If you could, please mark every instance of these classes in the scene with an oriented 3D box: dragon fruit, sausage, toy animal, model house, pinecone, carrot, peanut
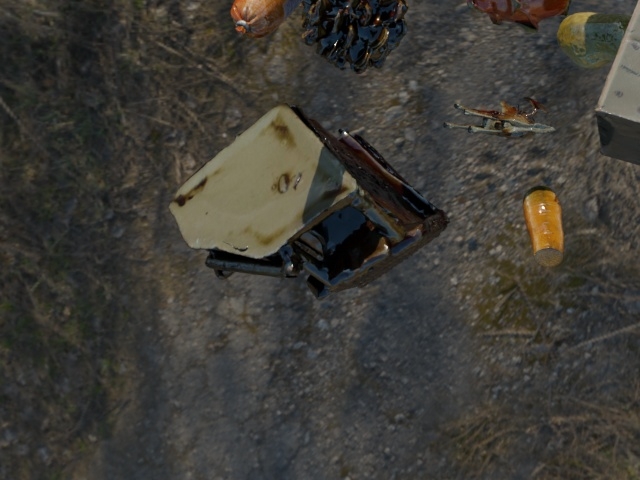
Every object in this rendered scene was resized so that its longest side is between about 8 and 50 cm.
[{"bbox_3d":[0.453,-0.584,1.778,0.227,0.224,0.224,9,108,8],"label":"dragon fruit"},{"bbox_3d":[-0.002,-0.323,0.861,0.053,0.348,0.053,21,145,16],"label":"sausage"},{"bbox_3d":[0.412,-0.259,1.740,0.260,0.243,0.087,3,115,-16],"label":"toy animal"},{"bbox_3d":[0.000,0.000,1.088,0.317,0.282,0.297,-37,44,23],"label":"model house"},{"bbox_3d":[0.067,-0.491,1.740,0.243,0.257,0.243,168,90,-71],"label":"pinecone"},{"bbox_3d":[0.487,-0.031,1.698,0.087,0.193,0.087,1,145,1],"label":"carrot"},{"bbox_3d":[0.613,-0.423,1.669,0.236,0.110,0.120,32,89,47],"label":"peanut"}]

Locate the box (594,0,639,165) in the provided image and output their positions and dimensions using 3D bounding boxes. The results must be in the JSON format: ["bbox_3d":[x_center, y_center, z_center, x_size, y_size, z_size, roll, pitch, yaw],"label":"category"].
[{"bbox_3d":[0.547,-0.233,1.182,0.190,0.297,0.225,22,92,23],"label":"box"}]
